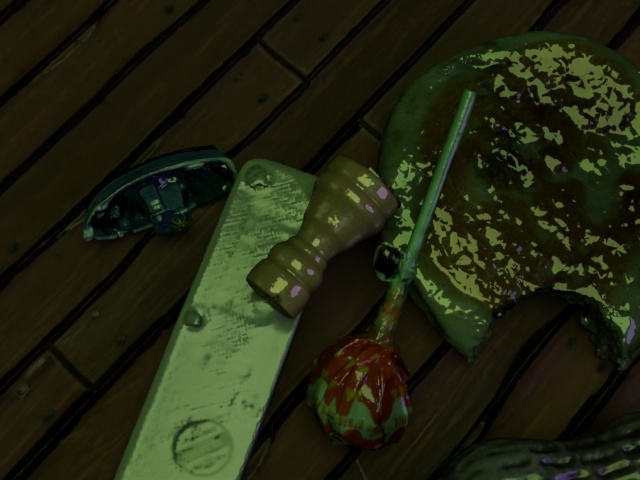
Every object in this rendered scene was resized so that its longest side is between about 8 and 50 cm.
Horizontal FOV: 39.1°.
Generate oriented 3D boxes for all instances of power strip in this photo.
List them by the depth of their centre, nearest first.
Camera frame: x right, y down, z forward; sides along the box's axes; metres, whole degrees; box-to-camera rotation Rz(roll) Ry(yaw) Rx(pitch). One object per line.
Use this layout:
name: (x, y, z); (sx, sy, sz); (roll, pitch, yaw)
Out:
power strip: (-0.083, 0.121, 0.707); (0.091, 0.062, 0.385); (19, 73, 4)

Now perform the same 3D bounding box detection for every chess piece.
chess piece: (0.000, 0.000, 0.686); (0.066, 0.066, 0.122); (37, 77, 9)

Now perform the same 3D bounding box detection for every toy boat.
toy boat: (-0.134, -0.034, 0.752); (0.137, 0.060, 0.061); (-18, 53, -10)

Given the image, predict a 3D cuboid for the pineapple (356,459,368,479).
pineapple: (0.084, 0.303, 0.579); (0.286, 0.344, 0.209); (37, 57, -7)

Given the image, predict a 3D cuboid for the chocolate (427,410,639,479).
chocolate: (0.188, 0.188, 0.671); (0.248, 0.110, 0.110); (-10, 74, -7)

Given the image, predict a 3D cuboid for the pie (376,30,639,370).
pie: (0.185, -0.039, 0.759); (0.302, 0.067, 0.303); (1, 73, -2)

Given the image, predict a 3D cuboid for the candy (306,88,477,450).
candy: (0.066, 0.025, 0.681); (0.084, 0.078, 0.288); (26, 100, 37)
